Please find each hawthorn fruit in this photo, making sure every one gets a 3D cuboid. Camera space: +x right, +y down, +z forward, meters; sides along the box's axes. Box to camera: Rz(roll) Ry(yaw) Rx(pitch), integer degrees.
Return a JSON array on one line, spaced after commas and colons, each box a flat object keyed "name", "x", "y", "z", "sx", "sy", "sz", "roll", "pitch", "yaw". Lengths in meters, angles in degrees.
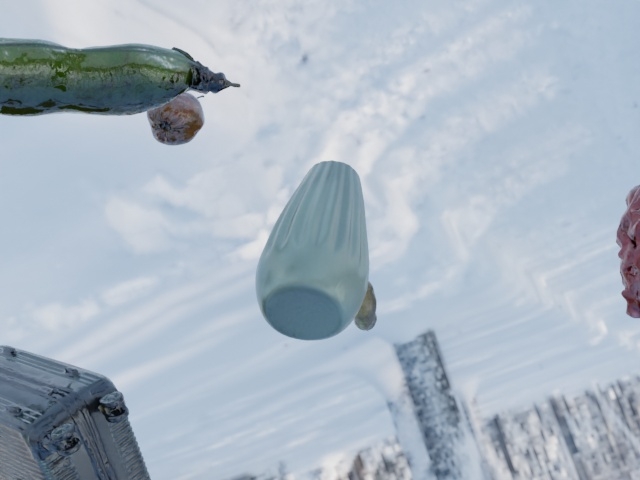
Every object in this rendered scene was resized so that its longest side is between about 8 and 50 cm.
[{"name": "hawthorn fruit", "x": -0.161, "y": -0.153, "z": 1.178, "sx": 0.066, "sy": 0.067, "sz": 0.103, "roll": -26, "pitch": -155, "yaw": 30}]

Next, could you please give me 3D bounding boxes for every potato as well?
[{"name": "potato", "x": 0.070, "y": 0.107, "z": 1.657, "sx": 0.045, "sy": 0.092, "sz": 0.046, "roll": -6, "pitch": -161, "yaw": 0}]

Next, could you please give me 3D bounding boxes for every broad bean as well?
[{"name": "broad bean", "x": -0.243, "y": -0.150, "z": 0.942, "sx": 0.338, "sy": 0.061, "sz": 0.077, "roll": -2, "pitch": 144, "yaw": -21}]

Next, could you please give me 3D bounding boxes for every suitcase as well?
[{"name": "suitcase", "x": -0.330, "y": 0.248, "z": 1.230, "sx": 0.312, "sy": 0.202, "sz": 0.128, "roll": 6, "pitch": -149, "yaw": 44}]

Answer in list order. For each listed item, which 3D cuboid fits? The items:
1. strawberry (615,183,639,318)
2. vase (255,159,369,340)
[{"name": "strawberry", "x": 0.281, "y": 0.063, "z": 0.650, "sx": 0.205, "sy": 0.245, "sz": 0.205, "roll": -2, "pitch": -155, "yaw": 1}, {"name": "vase", "x": 0.000, "y": 0.000, "z": 1.204, "sx": 0.128, "sy": 0.248, "sz": 0.128, "roll": 6, "pitch": 132, "yaw": 6}]
